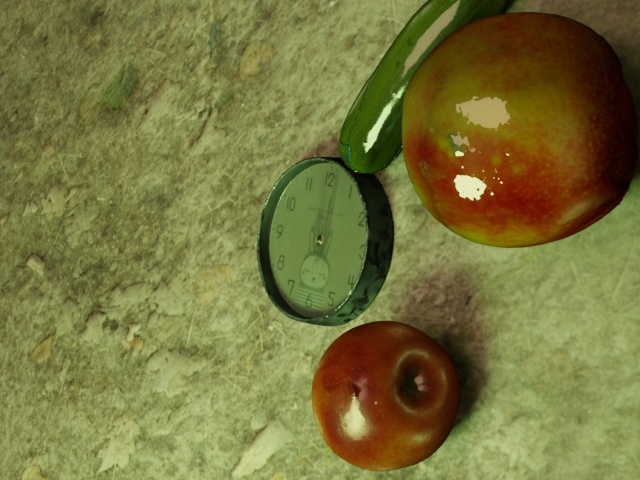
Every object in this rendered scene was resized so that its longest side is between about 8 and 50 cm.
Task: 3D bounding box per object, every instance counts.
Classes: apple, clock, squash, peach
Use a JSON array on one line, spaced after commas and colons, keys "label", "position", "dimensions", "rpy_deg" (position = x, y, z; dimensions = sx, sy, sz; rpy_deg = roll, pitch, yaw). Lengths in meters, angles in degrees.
[{"label": "apple", "position": [0.072, 0.167, 1.198], "dimensions": [0.139, 0.163, 0.163], "rpy_deg": [-34, 62, 49]}, {"label": "clock", "position": [0.000, 0.000, 1.380], "dimensions": [0.215, 0.042, 0.215], "rpy_deg": [-8, 80, 47]}, {"label": "squash", "position": [0.120, -0.203, 1.243], "dimensions": [0.331, 0.087, 0.087], "rpy_deg": [-51, 52, 29]}, {"label": "peach", "position": [0.190, -0.104, 1.060], "dimensions": [0.231, 0.231, 0.231], "rpy_deg": [-7, 80, 47]}]
